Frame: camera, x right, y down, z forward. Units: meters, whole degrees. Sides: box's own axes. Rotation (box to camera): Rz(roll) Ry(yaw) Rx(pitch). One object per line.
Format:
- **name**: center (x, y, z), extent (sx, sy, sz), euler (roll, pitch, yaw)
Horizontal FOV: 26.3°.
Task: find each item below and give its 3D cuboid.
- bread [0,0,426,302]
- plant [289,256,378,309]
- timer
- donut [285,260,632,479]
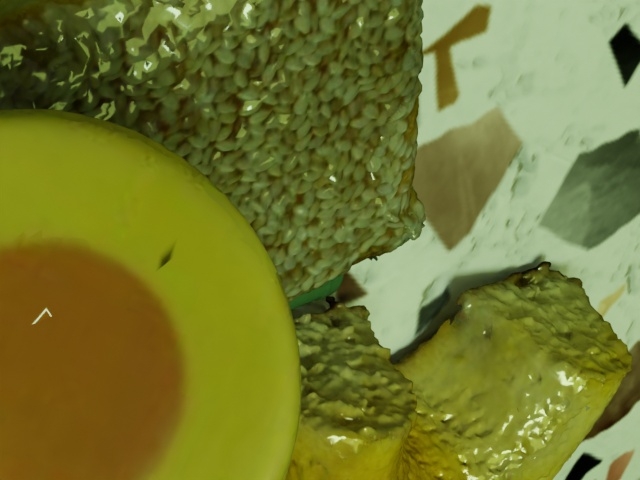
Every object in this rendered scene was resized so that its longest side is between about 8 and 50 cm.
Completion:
- **bread**: center (-0.078, -0.044, 0.521), extent (0.234, 0.110, 0.184), euler (-27, 135, -19)
- **plant**: center (0.000, 0.000, 0.656), extent (0.102, 0.051, 0.051), euler (-27, 134, -39)
- **timer**: center (-0.232, 0.087, 0.329), extent (0.376, 0.376, 0.387), euler (35, 81, -47)
- **donut**: center (0.048, 0.108, 0.742), extent (0.259, 0.101, 0.152), euler (-11, 131, -38)
